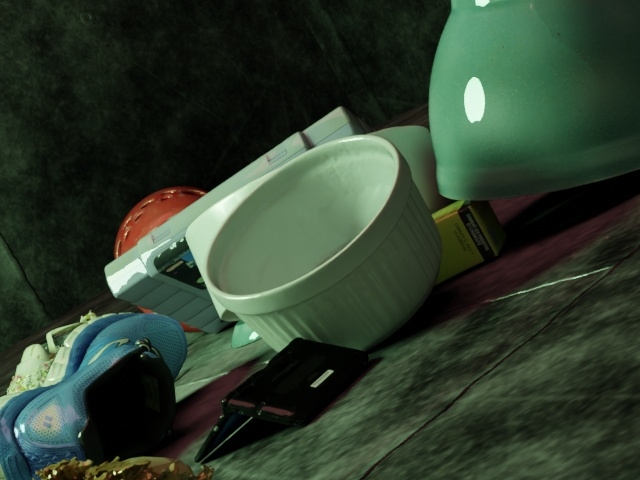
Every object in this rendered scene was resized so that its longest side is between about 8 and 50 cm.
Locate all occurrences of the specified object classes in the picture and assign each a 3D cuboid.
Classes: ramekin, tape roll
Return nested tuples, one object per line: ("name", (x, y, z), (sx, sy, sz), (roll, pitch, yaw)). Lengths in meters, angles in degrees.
("ramekin", (0.009, 0.014, 1.324), (0.207, 0.109, 0.207), (-27, 30, 17))
("tape roll", (0.005, -0.015, 1.573), (0.286, 0.100, 0.286), (-24, -9, -4))

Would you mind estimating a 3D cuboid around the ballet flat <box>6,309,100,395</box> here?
("ballet flat", (-0.423, 0.186, 2.359), (0.091, 0.077, 0.241), (-23, 9, 41))

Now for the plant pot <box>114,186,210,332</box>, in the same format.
("plant pot", (-0.177, 0.027, 2.016), (0.191, 0.191, 0.174), (-30, 12, -8))

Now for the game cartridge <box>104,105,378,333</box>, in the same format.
("game cartridge", (-0.059, -0.013, 1.784), (0.355, 0.068, 0.230), (-34, -24, 17))

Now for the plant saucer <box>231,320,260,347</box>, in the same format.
("plant saucer", (-0.056, 0.086, 1.728), (0.119, 0.021, 0.119), (-29, 6, 3))

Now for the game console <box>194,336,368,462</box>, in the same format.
("game console", (-0.031, 0.136, 1.215), (0.107, 0.071, 0.122), (9, 26, 28))

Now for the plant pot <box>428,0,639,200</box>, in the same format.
("plant pot", (0.231, -0.176, 1.430), (0.293, 0.196, 0.293), (-15, 11, 3))

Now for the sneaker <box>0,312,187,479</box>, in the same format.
("sneaker", (-0.187, 0.153, 1.415), (0.147, 0.129, 0.330), (-12, 15, 20))

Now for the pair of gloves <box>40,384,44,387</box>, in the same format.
("pair of gloves", (-0.337, 0.191, 1.937), (0.159, 0.023, 0.198), (-28, -12, -33))

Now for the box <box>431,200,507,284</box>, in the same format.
("box", (0.062, 0.032, 1.442), (0.232, 0.058, 0.087), (-27, 6, 17))

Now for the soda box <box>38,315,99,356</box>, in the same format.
("soda box", (-0.420, 0.177, 2.533), (0.060, 0.053, 0.169), (-32, 7, -36))

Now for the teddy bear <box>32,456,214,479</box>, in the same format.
("teddy bear", (-0.215, 0.229, 0.947), (0.245, 0.113, 0.338), (-17, 4, 33))
